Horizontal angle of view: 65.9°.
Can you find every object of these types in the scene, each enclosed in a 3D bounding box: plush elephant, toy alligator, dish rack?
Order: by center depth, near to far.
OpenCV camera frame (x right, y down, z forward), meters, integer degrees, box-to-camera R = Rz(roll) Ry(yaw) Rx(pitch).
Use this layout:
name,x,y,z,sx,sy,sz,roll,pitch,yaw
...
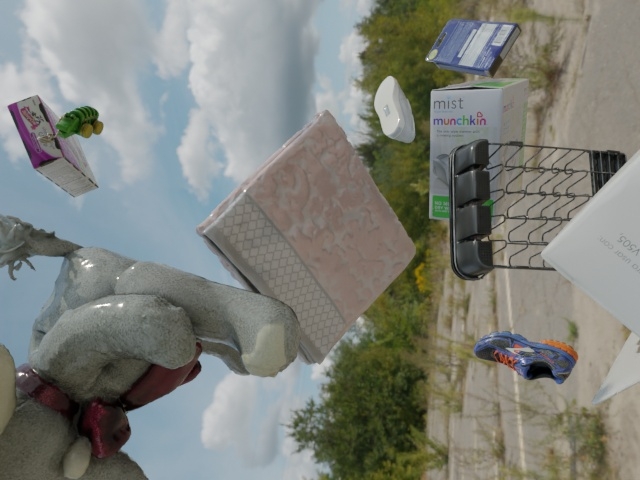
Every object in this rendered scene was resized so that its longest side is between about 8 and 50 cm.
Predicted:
name,x,y,z,sx,sy,sz,roll,pitch,yaw
plush elephant,-0.209,0.144,0.448,0.272,0.330,0.255,-32,36,66
dish rack,0.331,-0.044,0.723,0.074,0.272,0.208,129,143,-79
toy alligator,-0.470,-0.227,0.944,0.189,0.056,0.051,-70,1,-67

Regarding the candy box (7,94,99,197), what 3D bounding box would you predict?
name,x,y,z,sx,sy,sz,roll,pitch,yaw
candy box,-0.614,-0.210,1.154,0.159,0.071,0.233,64,169,6

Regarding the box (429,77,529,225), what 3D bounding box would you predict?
name,x,y,z,sx,sy,sz,roll,pitch,yaw
box,0.300,-0.179,0.931,0.262,0.127,0.231,-31,-56,-54

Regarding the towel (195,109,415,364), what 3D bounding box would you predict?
name,x,y,z,sx,sy,sz,roll,pitch,yaw
towel,0.000,0.000,0.847,0.317,0.053,0.331,-47,-63,-23

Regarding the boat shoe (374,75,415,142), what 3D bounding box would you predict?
name,x,y,z,sx,sy,sz,roll,pitch,yaw
boat shoe,0.162,-0.274,1.036,0.066,0.063,0.184,-46,35,32

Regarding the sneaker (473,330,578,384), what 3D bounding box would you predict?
name,x,y,z,sx,sy,sz,roll,pitch,yaw
sneaker,0.451,0.264,1.111,0.087,0.221,0.083,-55,-51,-36

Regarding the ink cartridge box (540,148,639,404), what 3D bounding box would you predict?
name,x,y,z,sx,sy,sz,roll,pitch,yaw
ink cartridge box,0.304,-0.050,0.358,0.207,0.119,0.353,-23,-29,-44

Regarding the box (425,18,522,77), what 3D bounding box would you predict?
name,x,y,z,sx,sy,sz,roll,pitch,yaw
box,0.395,-0.510,1.300,0.037,0.225,0.136,27,-84,-43
